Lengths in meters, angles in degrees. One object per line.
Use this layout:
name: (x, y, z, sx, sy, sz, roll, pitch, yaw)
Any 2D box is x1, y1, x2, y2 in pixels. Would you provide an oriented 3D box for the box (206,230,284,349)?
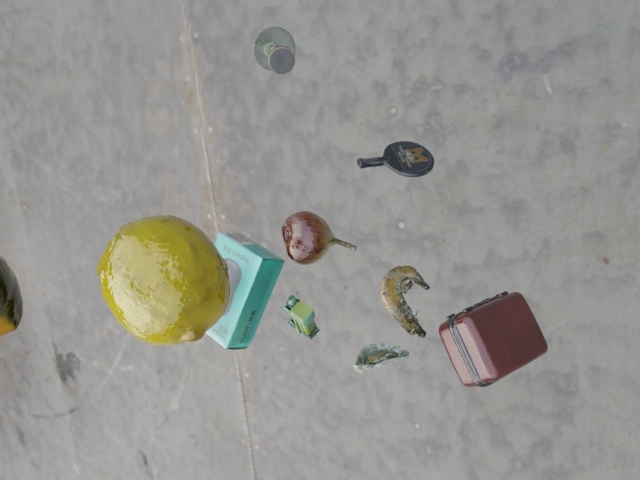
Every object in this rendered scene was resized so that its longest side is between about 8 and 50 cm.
box: (-0.264, 0.151, 1.728, 0.205, 0.118, 0.311, 30, 102, 34)

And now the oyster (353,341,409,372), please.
oyster: (0.124, 0.233, 1.107, 0.100, 0.098, 0.037, 1, 104, 17)

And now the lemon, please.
lemon: (-0.320, 0.081, 1.175, 0.284, 0.260, 0.260, 62, 138, 44)

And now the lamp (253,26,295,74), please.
lamp: (-0.124, -0.521, 1.553, 0.215, 0.121, 0.121, -113, 32, -58)

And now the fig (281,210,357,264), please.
fig: (-0.015, 0.008, 1.638, 0.143, 0.230, 0.160, -40, 49, 17)

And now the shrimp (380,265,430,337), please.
shrimp: (0.243, 0.160, 1.527, 0.051, 0.150, 0.217, -5, 125, 54)

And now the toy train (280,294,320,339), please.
toy train: (-0.043, 0.173, 1.283, 0.081, 0.050, 0.122, 31, 155, 32)

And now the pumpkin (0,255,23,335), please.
pumpkin: (-0.868, 0.123, 1.299, 0.256, 0.303, 0.225, 44, 146, 37)

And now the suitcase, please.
suitcase: (0.527, 0.300, 1.729, 0.161, 0.297, 0.236, -38, 71, 53)

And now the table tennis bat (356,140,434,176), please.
table tennis bat: (0.223, -0.237, 1.671, 0.027, 0.236, 0.150, 101, 157, -50)
